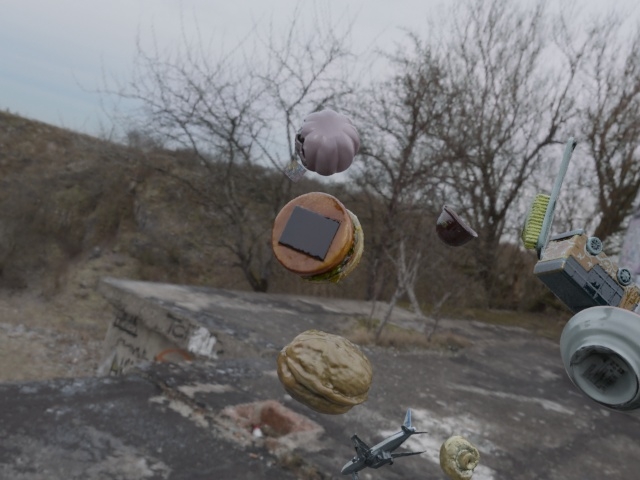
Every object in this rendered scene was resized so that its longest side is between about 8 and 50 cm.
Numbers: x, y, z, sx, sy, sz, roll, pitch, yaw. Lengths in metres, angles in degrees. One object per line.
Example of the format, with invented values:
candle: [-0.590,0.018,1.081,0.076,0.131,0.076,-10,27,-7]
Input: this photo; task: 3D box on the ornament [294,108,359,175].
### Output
ornament: [0.017,-0.262,1.694,0.177,0.177,0.177,18,0,0]

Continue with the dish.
dish: [0.627,0.277,1.339,0.085,0.260,0.260,-24,29,-38]

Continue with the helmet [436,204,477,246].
helmet: [0.470,-0.041,2.234,0.155,0.106,0.175,30,24,-40]

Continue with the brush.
brush: [0.498,-0.098,1.366,0.060,0.297,0.068,15,-16,27]

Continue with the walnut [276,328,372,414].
walnut: [0.013,0.323,1.520,0.245,0.198,0.198,32,0,-2]

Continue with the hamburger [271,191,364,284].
hamburger: [0.000,0.000,1.914,0.291,0.291,0.225,18,-13,24]

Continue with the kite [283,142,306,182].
kite: [-0.046,-0.154,1.247,0.044,0.078,0.002,21,-7,1]

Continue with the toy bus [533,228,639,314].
toy bus: [0.752,0.118,1.737,0.275,0.167,0.138,42,-21,-9]

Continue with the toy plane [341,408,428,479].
toy plane: [0.122,0.442,1.295,0.226,0.226,0.058,26,25,-37]

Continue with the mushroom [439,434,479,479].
mushroom: [0.446,0.701,1.990,0.148,0.148,0.112,18,-8,-29]
